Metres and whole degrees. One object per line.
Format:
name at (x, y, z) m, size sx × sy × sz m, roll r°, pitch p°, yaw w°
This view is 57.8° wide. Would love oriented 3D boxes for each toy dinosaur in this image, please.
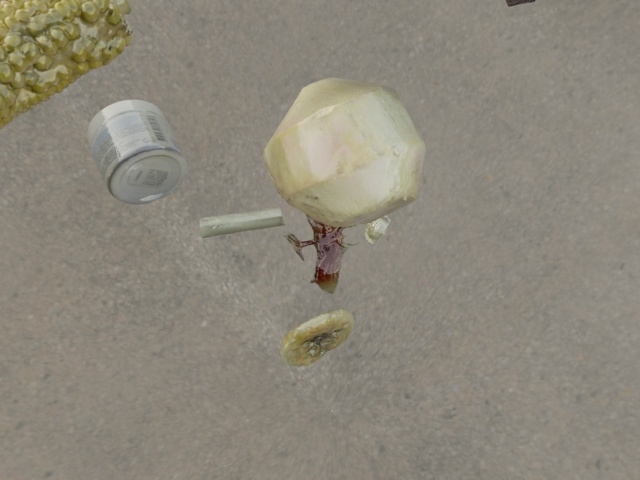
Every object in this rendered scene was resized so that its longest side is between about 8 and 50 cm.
toy dinosaur at (0.009, 0.004, 1.692) m, size 0.206 × 0.113 × 0.327 m, roll -36°, pitch 106°, yaw -6°

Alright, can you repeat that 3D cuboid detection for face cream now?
face cream at (-0.393, -0.187, 1.249) m, size 0.177 × 0.177 × 0.153 m, roll -28°, pitch 64°, yaw -7°

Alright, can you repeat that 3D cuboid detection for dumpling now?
dumpling at (0.157, -0.034, 1.627) m, size 0.057 × 0.076 × 0.052 m, roll 29°, pitch 39°, yaw 0°

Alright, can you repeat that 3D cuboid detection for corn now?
corn at (-0.282, -0.133, 0.483) m, size 0.086 × 0.086 × 0.288 m, roll 43°, pitch 71°, yaw 12°

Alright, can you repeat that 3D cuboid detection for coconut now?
coconut at (0.049, -0.199, 1.289) m, size 0.352 × 0.352 × 0.353 m, roll 0°, pitch 74°, yaw 1°

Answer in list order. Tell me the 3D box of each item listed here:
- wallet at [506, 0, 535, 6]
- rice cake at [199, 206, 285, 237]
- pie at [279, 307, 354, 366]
wallet at (0.447, -0.598, 1.338) m, size 0.030 × 0.166 × 0.111 m, roll -29°, pitch 107°, yaw 9°
rice cake at (-0.223, -0.053, 1.673) m, size 0.256 × 0.057 × 0.052 m, roll -9°, pitch 35°, yaw -21°
pie at (-0.012, 0.249, 1.521) m, size 0.218 × 0.185 × 0.052 m, roll -33°, pitch 53°, yaw -1°
